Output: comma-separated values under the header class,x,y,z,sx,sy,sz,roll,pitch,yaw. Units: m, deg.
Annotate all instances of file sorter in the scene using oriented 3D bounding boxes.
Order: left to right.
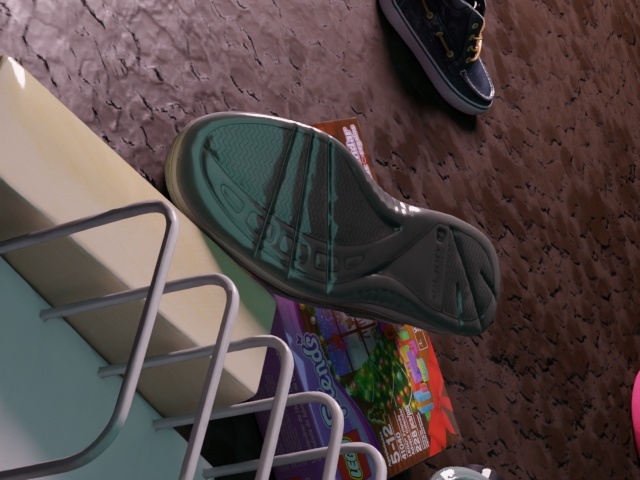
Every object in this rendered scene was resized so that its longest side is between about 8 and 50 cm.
class,x,y,z,sx,sy,sz,roll,pitch,yaw
file sorter,-0.099,0.138,0.961,0.277,0.173,0.193,52,37,-39

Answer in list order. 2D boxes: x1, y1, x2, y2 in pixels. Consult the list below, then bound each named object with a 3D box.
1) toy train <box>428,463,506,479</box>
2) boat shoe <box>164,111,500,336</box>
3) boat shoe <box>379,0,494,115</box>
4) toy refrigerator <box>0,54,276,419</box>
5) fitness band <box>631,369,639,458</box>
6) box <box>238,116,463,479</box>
class,x,y,z,sx,sy,sz,roll,pitch,yaw
toy train,0.114,0.311,1.191,0.190,0.142,0.334,32,40,0
boat shoe,0.001,-0.002,1.191,0.320,0.103,0.118,21,71,-41
boat shoe,0.140,-0.201,1.601,0.183,0.083,0.065,46,40,-32
toy refrigerator,-0.154,0.006,1.046,0.269,0.102,0.094,44,41,-33
fitness band,0.442,0.264,1.821,0.291,0.054,0.209,60,34,-13
box,0.004,0.052,1.290,0.201,0.057,0.293,-15,85,-56
